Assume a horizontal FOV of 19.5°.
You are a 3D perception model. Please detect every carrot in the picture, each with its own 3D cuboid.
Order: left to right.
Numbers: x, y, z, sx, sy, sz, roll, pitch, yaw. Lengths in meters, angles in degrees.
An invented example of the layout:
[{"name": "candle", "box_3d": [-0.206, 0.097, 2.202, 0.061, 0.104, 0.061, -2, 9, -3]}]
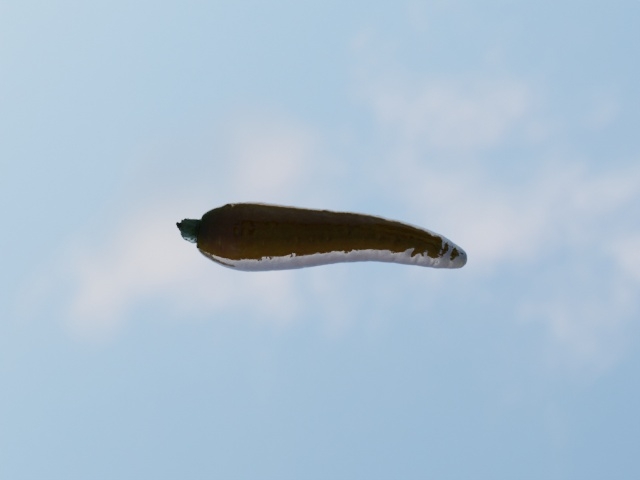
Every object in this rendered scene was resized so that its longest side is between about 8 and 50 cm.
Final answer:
[{"name": "carrot", "box_3d": [0.000, 0.000, 0.898, 0.035, 0.142, 0.035, 3, 90, -84]}]
